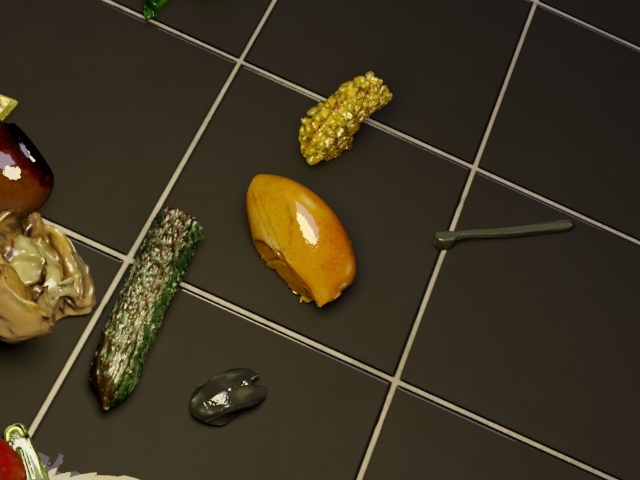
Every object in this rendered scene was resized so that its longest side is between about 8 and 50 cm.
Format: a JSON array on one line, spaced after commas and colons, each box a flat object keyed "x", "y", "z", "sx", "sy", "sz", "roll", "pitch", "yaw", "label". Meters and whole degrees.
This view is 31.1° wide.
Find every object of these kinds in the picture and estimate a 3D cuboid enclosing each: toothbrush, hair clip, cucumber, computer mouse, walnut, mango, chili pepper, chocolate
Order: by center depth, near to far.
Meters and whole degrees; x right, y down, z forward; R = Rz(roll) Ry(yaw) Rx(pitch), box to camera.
[{"x": -0.432, "y": 0.361, "z": 1.712, "sx": 0.060, "sy": 0.033, "sz": 0.188, "roll": -16, "pitch": 68, "yaw": -21, "label": "hair clip"}, {"x": -0.474, "y": 0.062, "z": 1.808, "sx": 0.204, "sy": 0.141, "sz": 0.238, "roll": 57, "pitch": 17, "yaw": 0, "label": "walnut"}, {"x": -0.147, "y": 0.247, "z": 1.852, "sx": 0.135, "sy": 0.047, "sz": 0.079, "roll": -20, "pitch": 68, "yaw": -27, "label": "computer mouse"}, {"x": -0.294, "y": 0.112, "z": 1.871, "sx": 0.096, "sy": 0.096, "sz": 0.359, "roll": 23, "pitch": 59, "yaw": -1, "label": "cucumber"}, {"x": -0.536, "y": -0.104, "z": 1.904, "sx": 0.176, "sy": 0.177, "sz": 0.177, "roll": 7, "pitch": 58, "yaw": -11, "label": "chocolate"}, {"x": -0.038, "y": -0.009, "z": 1.982, "sx": 0.126, "sy": 0.154, "sz": 0.252, "roll": -33, "pitch": 86, "yaw": -37, "label": "mango"}, {"x": 0.345, "y": -0.015, "z": 2.157, "sx": 0.297, "sy": 0.031, "sz": 0.030, "roll": -7, "pitch": 44, "yaw": -21, "label": "toothbrush"}, {"x": -0.284, "y": -0.488, "z": 2.255, "sx": 0.182, "sy": 0.050, "sz": 0.073, "roll": -34, "pitch": 80, "yaw": -27, "label": "chili pepper"}]

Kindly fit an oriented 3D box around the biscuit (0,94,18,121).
[{"x": -0.669, "y": -0.305, "z": 2.054, "sx": 0.292, "sy": 0.026, "sz": 0.048, "roll": 33, "pitch": 76, "yaw": 6, "label": "biscuit"}]

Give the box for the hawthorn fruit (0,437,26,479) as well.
[{"x": -0.514, "y": 0.346, "z": 1.585, "sx": 0.215, "sy": 0.249, "sz": 0.215, "roll": 8, "pitch": 75, "yaw": -31, "label": "hawthorn fruit"}]

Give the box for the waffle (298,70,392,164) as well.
[{"x": 0.044, "y": -0.221, "z": 2.098, "sx": 0.197, "sy": 0.193, "sz": 0.070, "roll": -34, "pitch": 77, "yaw": -28, "label": "waffle"}]

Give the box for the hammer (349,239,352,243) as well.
[{"x": 0.000, "y": 0.000, "z": 2.059, "sx": 0.110, "sy": 0.019, "sz": 0.036, "roll": 20, "pitch": 56, "yaw": 0, "label": "hammer"}]
